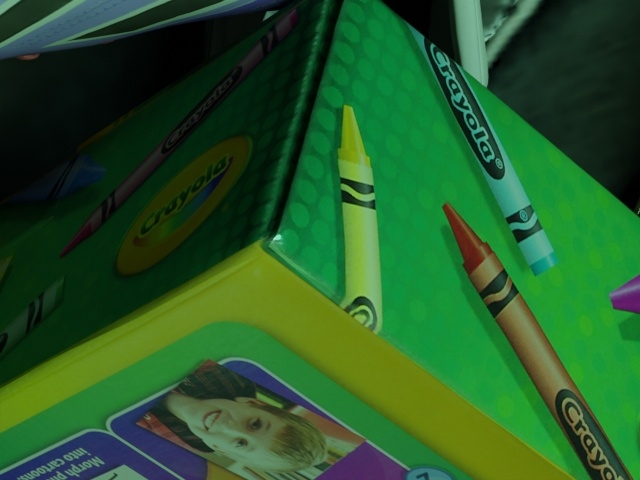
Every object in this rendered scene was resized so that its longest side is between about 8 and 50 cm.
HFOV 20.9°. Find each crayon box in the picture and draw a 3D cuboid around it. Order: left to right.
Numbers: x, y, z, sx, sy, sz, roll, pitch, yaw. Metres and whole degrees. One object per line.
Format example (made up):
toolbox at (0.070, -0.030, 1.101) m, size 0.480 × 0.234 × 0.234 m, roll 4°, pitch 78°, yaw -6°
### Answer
crayon box at (-0.035, 0.063, 0.471) m, size 0.165 × 0.081 × 0.278 m, roll 37°, pitch 137°, yaw -27°

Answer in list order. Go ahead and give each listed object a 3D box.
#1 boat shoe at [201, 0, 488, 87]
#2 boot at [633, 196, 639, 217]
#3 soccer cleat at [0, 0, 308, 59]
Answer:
boat shoe at (0.000, 0.000, 0.518) m, size 0.095 × 0.084 × 0.258 m, roll -8°, pitch 122°, yaw -10°
boot at (0.247, -0.003, 0.575) m, size 0.305 × 0.112 × 0.115 m, roll -16°, pitch 112°, yaw -2°
soccer cleat at (-0.126, -0.075, 0.417) m, size 0.318 × 0.109 × 0.116 m, roll 3°, pitch 126°, yaw -2°
